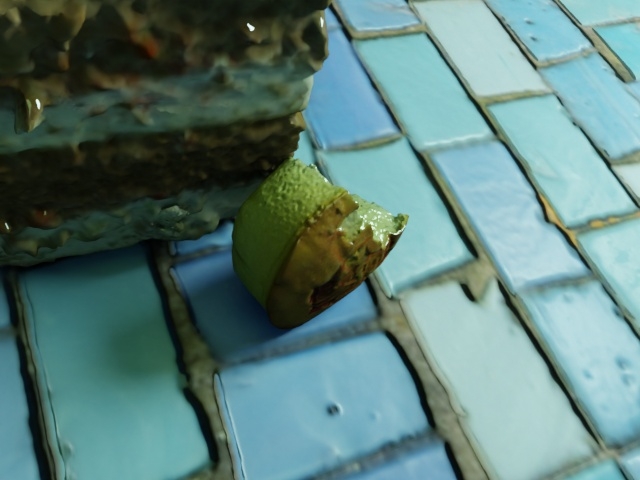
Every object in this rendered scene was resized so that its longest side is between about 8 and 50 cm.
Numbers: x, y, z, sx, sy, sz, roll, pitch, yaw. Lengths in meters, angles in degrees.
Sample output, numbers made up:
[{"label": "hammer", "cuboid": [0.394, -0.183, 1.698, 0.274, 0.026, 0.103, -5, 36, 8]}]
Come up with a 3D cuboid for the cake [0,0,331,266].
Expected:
[{"label": "cake", "cuboid": [-0.154, -0.151, 0.436, 0.256, 0.290, 0.282, -10, 61, -17]}]

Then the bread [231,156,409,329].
[{"label": "bread", "cuboid": [-0.005, 0.008, 0.466, 0.086, 0.125, 0.156, 44, 14, 22]}]
